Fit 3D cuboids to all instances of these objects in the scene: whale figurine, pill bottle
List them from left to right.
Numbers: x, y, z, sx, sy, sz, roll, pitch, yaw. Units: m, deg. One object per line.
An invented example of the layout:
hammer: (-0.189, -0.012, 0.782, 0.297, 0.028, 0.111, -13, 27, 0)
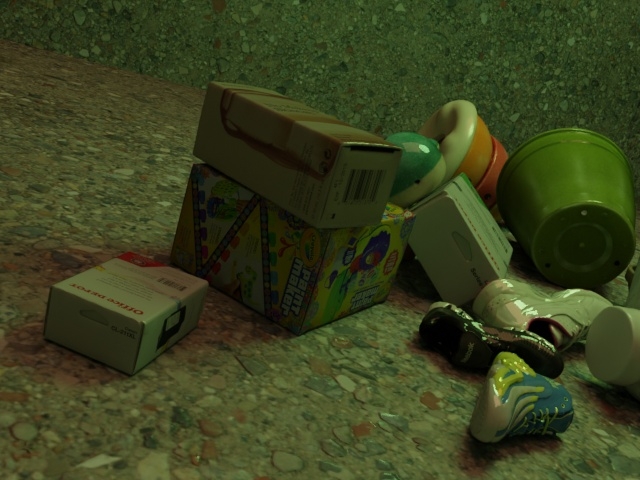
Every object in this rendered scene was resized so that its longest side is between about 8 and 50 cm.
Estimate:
whale figurine: (0.155, -0.166, 1.487, 0.141, 0.216, 0.272, 54, 1, -20)
pill bottle: (0.605, 0.199, 1.133, 0.301, 0.169, 0.169, 13, 17, -11)

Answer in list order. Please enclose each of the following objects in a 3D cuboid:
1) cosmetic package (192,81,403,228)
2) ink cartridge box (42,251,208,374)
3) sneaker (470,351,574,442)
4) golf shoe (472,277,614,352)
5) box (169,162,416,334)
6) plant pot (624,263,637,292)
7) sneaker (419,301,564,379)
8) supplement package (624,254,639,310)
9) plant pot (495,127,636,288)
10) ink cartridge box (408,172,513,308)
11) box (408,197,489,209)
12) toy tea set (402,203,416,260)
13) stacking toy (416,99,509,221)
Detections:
cosmetic package: (-0.042, -0.135, 1.048, 0.296, 0.129, 0.153, 30, 23, 36)
ink cartridge box: (-0.240, 0.085, 0.864, 0.127, 0.072, 0.175, 20, 17, 11)
sneaker: (0.276, 0.215, 0.908, 0.126, 0.091, 0.240, 22, 17, 16)
golf shoe: (0.425, 0.157, 1.241, 0.306, 0.115, 0.140, 7, 33, -18)
box: (-0.040, -0.005, 1.163, 0.279, 0.177, 0.290, 27, 20, 27)
plant pot: (0.808, 0.151, 1.578, 0.237, 0.110, 0.237, 16, 16, -5)
sneaker: (0.255, 0.168, 1.070, 0.234, 0.078, 0.106, 21, 20, 26)
supplement package: (0.746, 0.083, 1.366, 0.198, 0.263, 0.199, 22, -26, 15)
plant pot: (0.648, -0.058, 1.768, 0.366, 0.367, 0.353, 17, 29, 2)
ink cartridge box: (0.280, -0.008, 1.397, 0.211, 0.121, 0.289, 58, 22, 0)
box: (0.271, -0.081, 1.784, 0.270, 0.060, 0.216, 5, 6, -42)
toy tea set: (0.118, -0.067, 1.589, 0.336, 0.124, 0.200, 20, 17, 10)
stacking toy: (0.507, -0.174, 2.100, 0.479, 0.351, 0.350, 28, 13, -17)
